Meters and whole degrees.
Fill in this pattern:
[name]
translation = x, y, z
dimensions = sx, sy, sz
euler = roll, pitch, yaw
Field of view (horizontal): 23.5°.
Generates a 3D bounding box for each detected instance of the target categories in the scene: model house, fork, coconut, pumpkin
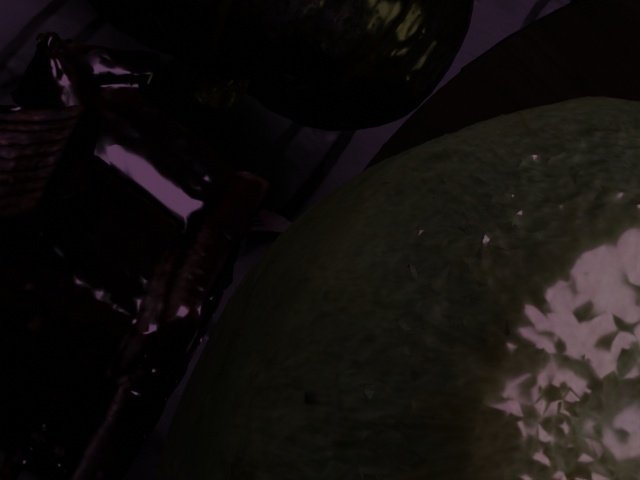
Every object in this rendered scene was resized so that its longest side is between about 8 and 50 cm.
[model house]
translation = -0.119, -0.002, 0.704
dimensions = 0.164, 0.141, 0.203
euler = 31, 31, -5
[fork]
translation = 0.000, -0.001, 0.865
dimensions = 0.115, 0.012, 0.016
euler = 13, 51, -21
[coconut]
translation = 0.076, 0.102, 0.609
dimensions = 0.281, 0.328, 0.328
euler = -14, 55, -14
[pumpkin]
translation = -0.027, -0.140, 0.788
dimensions = 0.223, 0.157, 0.223
euler = 24, 0, 0

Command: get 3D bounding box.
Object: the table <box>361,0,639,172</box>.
[table]
translation = 0.211, -0.045, 0.856
dimensions = 0.317, 0.317, 0.249
euler = 33, 26, 3
